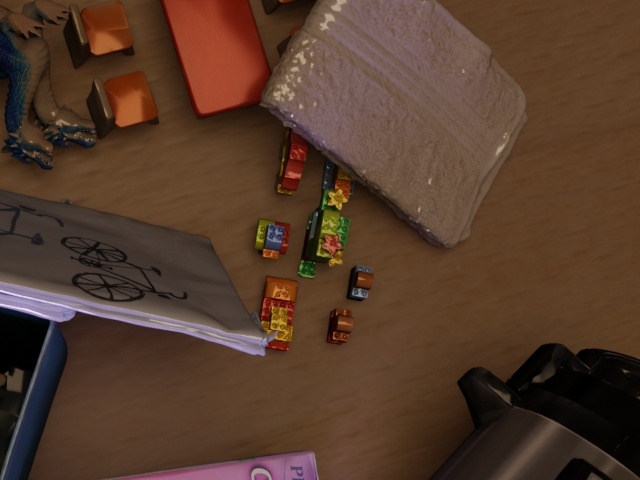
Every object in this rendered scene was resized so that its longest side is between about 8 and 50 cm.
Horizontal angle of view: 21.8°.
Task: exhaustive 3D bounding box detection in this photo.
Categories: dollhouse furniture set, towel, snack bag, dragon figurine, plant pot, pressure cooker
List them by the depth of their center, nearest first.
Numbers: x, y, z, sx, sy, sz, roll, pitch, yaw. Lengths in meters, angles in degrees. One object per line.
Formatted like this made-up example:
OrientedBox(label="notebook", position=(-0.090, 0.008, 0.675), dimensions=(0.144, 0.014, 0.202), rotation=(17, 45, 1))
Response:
OrientedBox(label="plant pot", position=(-0.310, 0.138, 1.434), dimensions=(0.165, 0.234, 0.165), rotation=(16, 80, 5))
OrientedBox(label="snack bag", position=(-0.228, 0.014, 1.441), dimensions=(0.342, 0.323, 0.037), rotation=(13, 102, -16))
OrientedBox(label="pressure cooker", position=(0.235, 0.314, 1.454), dimensions=(0.420, 0.375, 0.370), rotation=(-44, 130, -14))
OrientedBox(label="dragon figurine", position=(-0.325, -0.187, 1.545), dimensions=(0.289, 0.144, 0.085), rotation=(36, 36, 2))
OrientedBox(label="dollhouse furniture set", position=(-0.116, -0.247, 1.584), dimensions=(0.262, 0.135, 0.259), rotation=(-17, 85, -12))
OrientedBox(label="towel", position=(0.080, -0.133, 1.588), dimensions=(0.282, 0.049, 0.187), rotation=(36, 75, -34))

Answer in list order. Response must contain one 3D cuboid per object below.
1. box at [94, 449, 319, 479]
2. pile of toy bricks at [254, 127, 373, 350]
OrientedBox(label="box", position=(-0.132, 0.261, 1.466), dimensions=(0.243, 0.213, 0.117), rotation=(-7, 83, -12))
OrientedBox(label="pile of toy bricks", position=(0.000, 0.000, 1.585), dimensions=(0.118, 0.105, 0.212), rotation=(9, 80, -9))
